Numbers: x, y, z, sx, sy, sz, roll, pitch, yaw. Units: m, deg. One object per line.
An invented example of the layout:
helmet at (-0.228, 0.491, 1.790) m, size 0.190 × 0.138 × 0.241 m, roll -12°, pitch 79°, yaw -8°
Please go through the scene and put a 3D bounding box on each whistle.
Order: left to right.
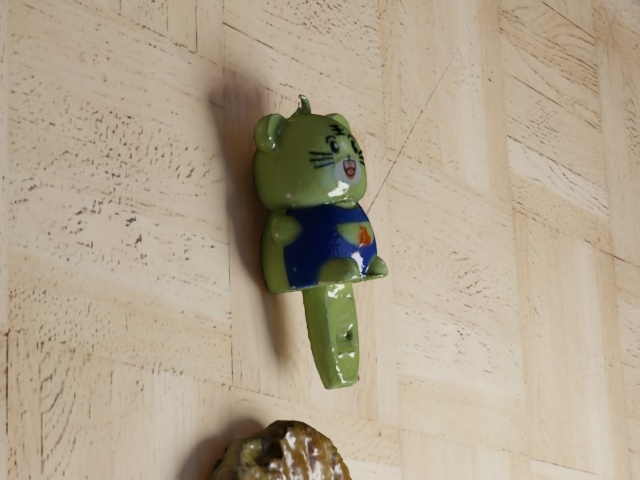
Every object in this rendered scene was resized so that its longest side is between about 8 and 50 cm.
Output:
whistle at (0.000, 0.000, 1.459) m, size 0.105 × 0.085 × 0.227 m, roll -4°, pitch 84°, yaw -51°

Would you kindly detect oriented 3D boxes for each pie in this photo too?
pie at (-0.025, 0.219, 1.383) m, size 0.195 × 0.046 × 0.195 m, roll 24°, pitch 62°, yaw -56°
